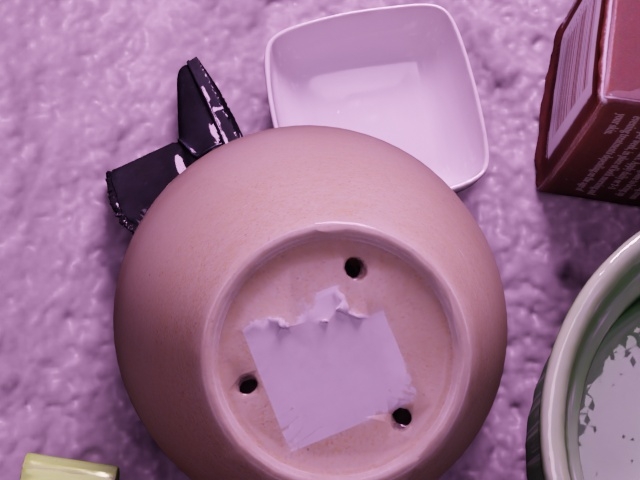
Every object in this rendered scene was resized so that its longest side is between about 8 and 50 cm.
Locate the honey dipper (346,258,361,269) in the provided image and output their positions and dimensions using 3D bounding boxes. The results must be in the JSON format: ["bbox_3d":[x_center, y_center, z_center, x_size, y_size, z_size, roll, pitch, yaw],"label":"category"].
[{"bbox_3d":[0.000,0.000,0.932,0.160,0.030,0.030,28,76,9],"label":"honey dipper"}]

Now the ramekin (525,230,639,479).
[{"bbox_3d":[0.273,0.131,0.848,0.303,0.148,0.303,1,75,-3],"label":"ramekin"}]

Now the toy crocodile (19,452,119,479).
[{"bbox_3d":[-0.183,0.296,0.802,0.115,0.105,0.341,13,75,0],"label":"toy crocodile"}]

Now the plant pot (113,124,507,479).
[{"bbox_3d":[0.000,0.055,0.760,0.256,0.274,0.257,0,91,-3],"label":"plant pot"}]

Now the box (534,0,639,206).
[{"bbox_3d":[0.351,-0.090,0.889,0.381,0.191,0.143,10,75,-1],"label":"box"}]

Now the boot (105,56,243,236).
[{"bbox_3d":[-0.102,-0.059,0.931,0.099,0.045,0.121,-29,62,5],"label":"boot"}]

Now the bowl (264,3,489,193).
[{"bbox_3d":[0.036,-0.084,0.941,0.142,0.053,0.142,-11,76,-7],"label":"bowl"}]
